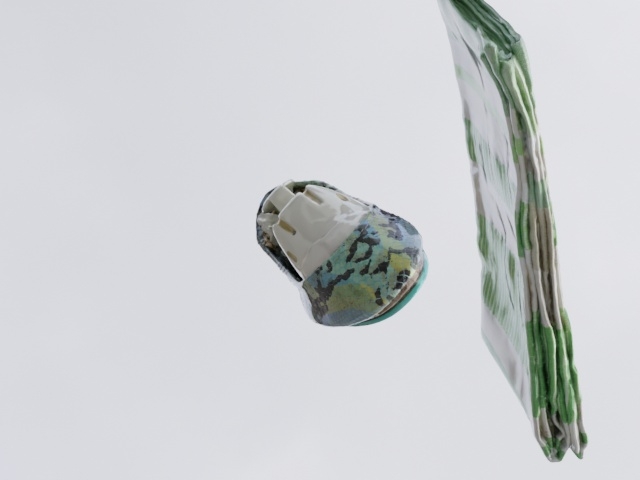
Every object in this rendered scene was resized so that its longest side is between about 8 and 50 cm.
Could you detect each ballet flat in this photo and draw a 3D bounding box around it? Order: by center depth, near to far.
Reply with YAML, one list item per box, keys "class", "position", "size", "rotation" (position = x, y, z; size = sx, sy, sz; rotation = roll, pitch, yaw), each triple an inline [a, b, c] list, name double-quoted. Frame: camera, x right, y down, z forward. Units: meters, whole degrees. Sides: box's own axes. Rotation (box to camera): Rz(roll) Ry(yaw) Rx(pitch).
- class: "ballet flat"
  position: [0.000, 0.000, 0.769]
  size: [0.188, 0.070, 0.070]
  rotation: [-163, -127, -77]

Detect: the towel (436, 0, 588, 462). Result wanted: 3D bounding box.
- class: "towel"
  position: [0.138, -0.023, 1.174]
  size: [0.248, 0.038, 0.325]
  rotation: [-107, -175, -69]
